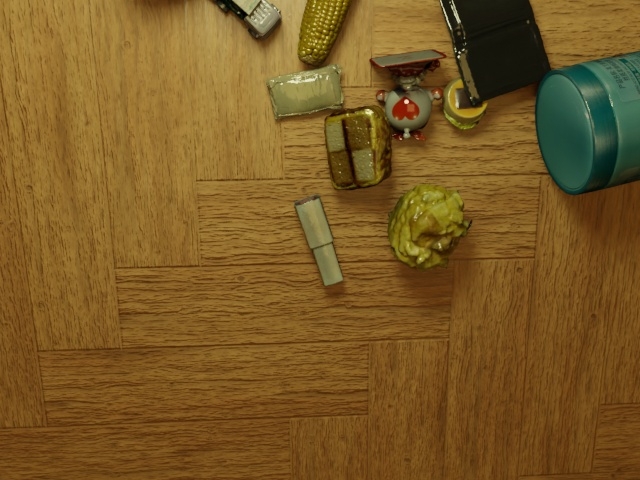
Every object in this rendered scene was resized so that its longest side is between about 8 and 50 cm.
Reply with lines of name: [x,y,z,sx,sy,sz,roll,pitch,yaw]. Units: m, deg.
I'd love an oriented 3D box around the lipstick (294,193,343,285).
lipstick: [0.000,0.000,1.730,0.077,0.079,0.253,-19,106,0]

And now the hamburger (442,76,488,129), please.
hamburger: [0.396,-0.376,1.658,0.126,0.081,0.141,-22,92,-1]

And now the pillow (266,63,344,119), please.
pillow: [-0.036,-0.400,1.638,0.208,0.053,0.119,-11,108,-1]

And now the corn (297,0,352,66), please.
corn: [0.022,-0.609,1.559,0.119,0.119,0.322,15,106,-7]

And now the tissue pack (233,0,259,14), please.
tissue pack: [-0.199,-0.606,1.475,0.108,0.023,0.056,37,99,-18]

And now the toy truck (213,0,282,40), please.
toy truck: [-0.200,-0.615,1.542,0.216,0.116,0.110,43,98,-12]

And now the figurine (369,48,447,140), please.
figurine: [0.239,-0.377,1.625,0.183,0.160,0.226,-9,114,-1]

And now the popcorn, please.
popcorn: [0.301,-0.034,1.669,0.225,0.249,0.249,20,103,-22]

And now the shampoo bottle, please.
shampoo bottle: [0.787,-0.315,1.568,0.342,0.331,0.331,-14,105,-1]

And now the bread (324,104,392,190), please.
bread: [0.102,-0.247,1.636,0.181,0.096,0.223,1,107,27]

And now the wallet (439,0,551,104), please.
wallet: [0.457,-0.549,1.607,0.247,0.041,0.323,-21,92,-5]
